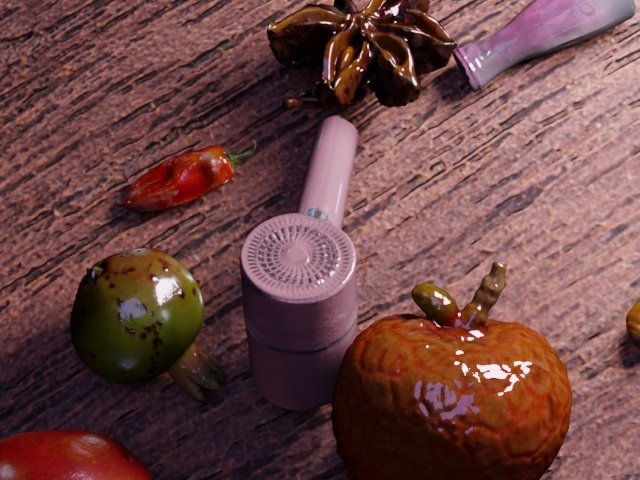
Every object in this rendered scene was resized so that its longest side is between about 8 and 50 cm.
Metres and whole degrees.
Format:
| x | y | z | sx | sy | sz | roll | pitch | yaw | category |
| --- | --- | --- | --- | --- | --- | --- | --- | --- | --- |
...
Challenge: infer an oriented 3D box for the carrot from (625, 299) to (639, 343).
| x | y | z | sx | sy | sz | roll | pitch | yaw | category |
| --- | --- | --- | --- | --- | --- | --- | --- | --- | --- |
| 0.424 | 0.037 | 1.863 | 0.216 | 0.048 | 0.048 | -43 | 73 | -11 | carrot |

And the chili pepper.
| x | y | z | sx | sy | sz | roll | pitch | yaw | category |
| --- | --- | --- | --- | --- | --- | --- | --- | --- | --- |
| -0.158 | -0.074 | 1.970 | 0.191 | 0.050 | 0.059 | -21 | 74 | 14 | chili pepper |

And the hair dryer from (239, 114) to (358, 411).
| x | y | z | sx | sy | sz | roll | pitch | yaw | category |
| --- | --- | --- | --- | --- | --- | --- | --- | --- | --- |
| 0.000 | 0.000 | 1.881 | 0.125 | 0.210 | 0.352 | 7 | 50 | 8 | hair dryer |

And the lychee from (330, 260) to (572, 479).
| x | y | z | sx | sy | sz | roll | pitch | yaw | category |
| --- | --- | --- | --- | --- | --- | --- | --- | --- | --- |
| 0.141 | 0.171 | 1.750 | 0.255 | 0.255 | 0.300 | 11 | 113 | 11 | lychee |

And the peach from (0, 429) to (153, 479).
| x | y | z | sx | sy | sz | roll | pitch | yaw | category |
| --- | --- | --- | --- | --- | --- | --- | --- | --- | --- |
| -0.295 | 0.307 | 1.796 | 0.244 | 0.199 | 0.243 | -2 | 63 | 5 | peach |

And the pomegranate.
| x | y | z | sx | sy | sz | roll | pitch | yaw | category |
| --- | --- | --- | --- | --- | --- | --- | --- | --- | --- |
| -0.192 | 0.100 | 1.880 | 0.159 | 0.159 | 0.205 | -46 | 99 | -7 | pomegranate |

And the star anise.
| x | y | z | sx | sy | sz | roll | pitch | yaw | category |
| --- | --- | --- | --- | --- | --- | --- | --- | --- | --- |
| 0.046 | -0.229 | 1.951 | 0.220 | 0.126 | 0.190 | -7 | 60 | -7 | star anise |

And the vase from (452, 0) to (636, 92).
| x | y | z | sx | sy | sz | roll | pitch | yaw | category |
| --- | --- | --- | --- | --- | --- | --- | --- | --- | --- |
| 0.261 | -0.252 | 1.953 | 0.214 | 0.086 | 0.086 | -29 | 72 | 3 | vase |
